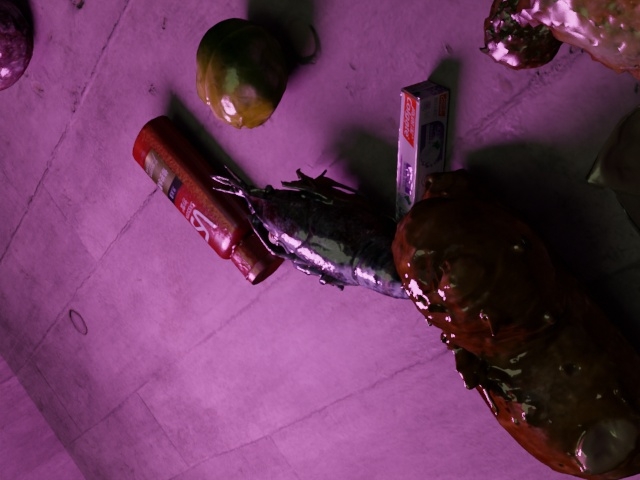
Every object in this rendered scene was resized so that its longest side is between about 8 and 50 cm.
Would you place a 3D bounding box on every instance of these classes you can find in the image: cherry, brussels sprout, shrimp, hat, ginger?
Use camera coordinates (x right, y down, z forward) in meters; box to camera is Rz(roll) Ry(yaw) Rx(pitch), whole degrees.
[{"bbox_3d":[-0.630,-0.379,1.684,0.195,0.195,0.195,30,137,33],"label":"cherry"},{"bbox_3d":[-0.104,-0.226,1.234,0.155,0.118,0.155,55,164,24],"label":"brussels sprout"},{"bbox_3d":[0.001,0.001,1.256,0.372,0.137,0.172,28,119,32],"label":"shrimp"},{"bbox_3d":[0.352,-0.061,0.877,0.147,0.085,0.175,-8,134,40],"label":"hat"},{"bbox_3d":[0.226,0.108,1.004,0.176,0.254,0.418,-33,90,22],"label":"ginger"}]

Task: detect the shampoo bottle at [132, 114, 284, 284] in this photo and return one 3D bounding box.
[{"bbox_3d":[-0.187,-0.063,1.490,0.314,0.076,0.118,48,141,12],"label":"shampoo bottle"}]

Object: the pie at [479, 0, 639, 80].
[{"bbox_3d":[0.337,-0.253,0.654,0.418,0.180,0.395,20,138,23],"label":"pie"}]

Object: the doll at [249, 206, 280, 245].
[{"bbox_3d":[-0.074,-0.029,1.419,0.058,0.040,0.085,-4,114,62],"label":"doll"}]

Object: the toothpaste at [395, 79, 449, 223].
[{"bbox_3d":[0.125,-0.101,1.124,0.040,0.047,0.196,43,145,43],"label":"toothpaste"}]
